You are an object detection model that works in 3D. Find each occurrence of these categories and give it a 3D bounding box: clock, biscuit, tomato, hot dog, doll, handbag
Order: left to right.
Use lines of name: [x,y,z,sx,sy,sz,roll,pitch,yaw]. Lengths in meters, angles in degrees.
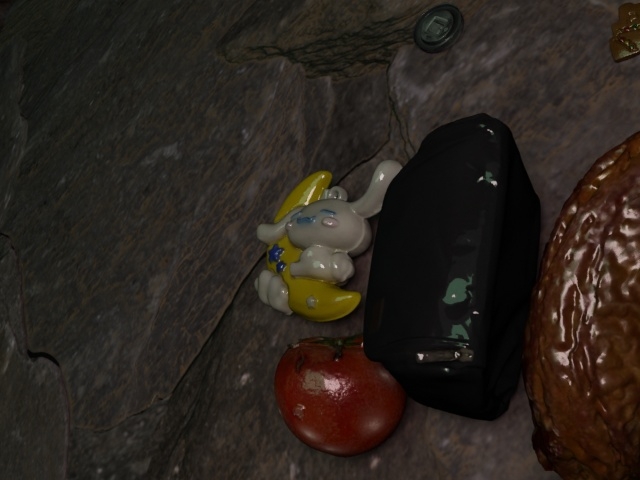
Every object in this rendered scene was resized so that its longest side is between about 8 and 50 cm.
doll: [0.000,0.000,0.996,0.252,0.111,0.238,-1,68,46]
tomato: [0.029,0.196,0.863,0.167,0.167,0.167,-16,61,31]
clock: [0.186,-0.336,1.066,0.085,0.017,0.085,-16,61,31]
handbag: [0.137,0.034,0.765,0.177,0.275,0.302,2,71,29]
hot dog: [0.300,0.047,0.663,0.174,0.267,0.388,26,85,24]
biscuit: [0.407,-0.272,0.871,0.092,0.016,0.082,-52,49,5]
